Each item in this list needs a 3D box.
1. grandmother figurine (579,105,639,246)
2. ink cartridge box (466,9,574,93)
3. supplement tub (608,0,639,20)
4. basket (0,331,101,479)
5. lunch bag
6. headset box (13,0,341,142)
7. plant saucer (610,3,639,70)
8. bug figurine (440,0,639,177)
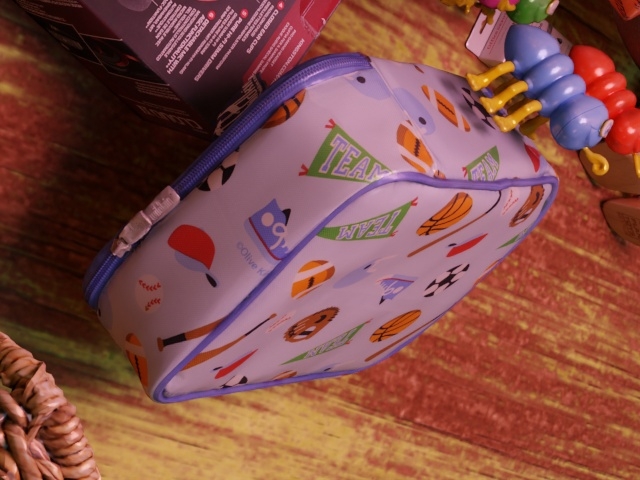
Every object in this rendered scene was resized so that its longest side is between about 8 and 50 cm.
[{"bbox_3d":[0.366,-0.133,1.477,0.342,0.104,0.208,-44,136,-19],"label":"grandmother figurine"},{"bbox_3d":[0.151,-0.144,1.332,0.083,0.028,0.048,31,81,-41],"label":"ink cartridge box"},{"bbox_3d":[0.148,-0.314,1.065,0.207,0.207,0.338,-36,88,-28],"label":"supplement tub"},{"bbox_3d":[-0.212,0.159,0.925,0.223,0.299,0.213,-56,131,-13],"label":"basket"},{"bbox_3d":[0.000,0.000,1.099,0.243,0.115,0.303,-43,159,23],"label":"lunch bag"},{"bbox_3d":[-0.088,-0.210,1.050,0.293,0.110,0.218,42,75,-40],"label":"headset box"},{"bbox_3d":[0.279,-0.247,1.307,0.310,0.050,0.310,-22,117,-52],"label":"plant saucer"},{"bbox_3d":[0.144,-0.134,1.174,0.072,0.216,0.279,-37,171,16],"label":"bug figurine"}]
